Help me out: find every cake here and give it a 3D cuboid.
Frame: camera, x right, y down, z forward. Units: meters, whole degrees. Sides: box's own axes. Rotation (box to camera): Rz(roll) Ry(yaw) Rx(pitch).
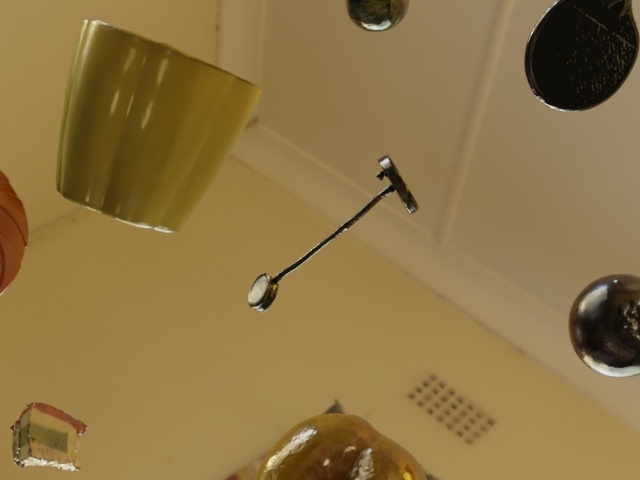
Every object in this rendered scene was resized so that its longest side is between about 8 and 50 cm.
[{"bbox_3d":[-0.405,0.304,1.410,0.220,0.116,0.086,143,-52,-58],"label":"cake"}]

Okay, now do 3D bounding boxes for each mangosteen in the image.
[{"bbox_3d":[0.424,0.120,1.300,0.152,0.152,0.153,27,-47,32],"label":"mangosteen"}]

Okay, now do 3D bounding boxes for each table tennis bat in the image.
[{"bbox_3d":[0.350,-0.268,1.143,0.150,0.027,0.236,27,-75,-22],"label":"table tennis bat"}]

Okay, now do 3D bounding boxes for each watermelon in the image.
[{"bbox_3d":[0.088,-0.409,1.572,0.133,0.105,0.105,12,-55,42],"label":"watermelon"}]

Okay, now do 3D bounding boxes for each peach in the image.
[{"bbox_3d":[0.022,0.361,1.245,0.251,0.251,0.153,34,-29,26],"label":"peach"}]

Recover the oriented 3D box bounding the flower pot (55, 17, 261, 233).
[{"bbox_3d":[-0.182,-0.112,0.948,0.195,0.195,0.179,25,-84,33],"label":"flower pot"}]

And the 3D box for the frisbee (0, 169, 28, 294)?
[{"bbox_3d":[-0.397,-0.005,0.935,0.035,0.192,0.192,-138,-152,-67],"label":"frisbee"}]

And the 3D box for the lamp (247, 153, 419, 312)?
[{"bbox_3d":[0.030,0.016,1.589,0.108,0.130,0.371,32,-72,-29],"label":"lamp"}]
